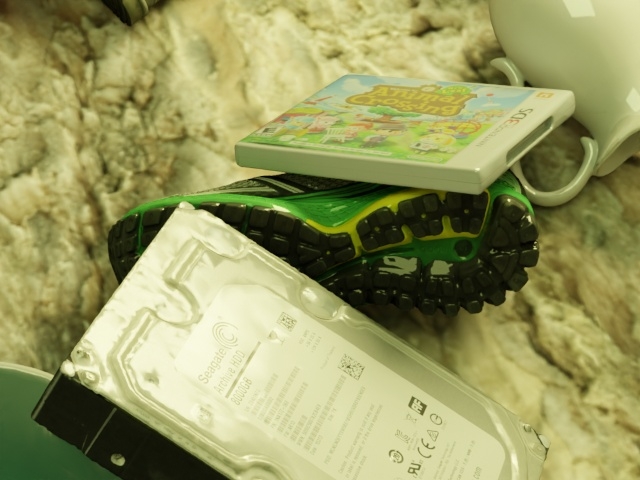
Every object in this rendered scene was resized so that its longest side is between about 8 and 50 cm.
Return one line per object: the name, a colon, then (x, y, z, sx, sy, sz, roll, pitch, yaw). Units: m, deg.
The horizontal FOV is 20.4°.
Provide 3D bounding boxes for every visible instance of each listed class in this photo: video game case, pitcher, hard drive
video game case: (0.070, -0.090, 1.419, 0.212, 0.023, 0.193, 7, 25, 28)
pitcher: (0.207, -0.146, 1.502, 0.178, 0.125, 0.207, -30, 76, 0)
hard drive: (-0.008, 0.133, 1.260, 0.339, 0.064, 0.237, 33, 35, -1)

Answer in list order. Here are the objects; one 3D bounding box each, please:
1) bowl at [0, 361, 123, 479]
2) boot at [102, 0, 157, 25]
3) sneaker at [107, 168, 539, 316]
bowl: (-0.246, 0.255, 1.237, 0.311, 0.163, 0.311, 0, 62, -1)
boot: (-0.140, -0.308, 1.602, 0.208, 0.076, 0.189, -40, 81, -14)
sneaker: (0.000, 0.000, 1.425, 0.343, 0.134, 0.146, -4, 25, 4)
